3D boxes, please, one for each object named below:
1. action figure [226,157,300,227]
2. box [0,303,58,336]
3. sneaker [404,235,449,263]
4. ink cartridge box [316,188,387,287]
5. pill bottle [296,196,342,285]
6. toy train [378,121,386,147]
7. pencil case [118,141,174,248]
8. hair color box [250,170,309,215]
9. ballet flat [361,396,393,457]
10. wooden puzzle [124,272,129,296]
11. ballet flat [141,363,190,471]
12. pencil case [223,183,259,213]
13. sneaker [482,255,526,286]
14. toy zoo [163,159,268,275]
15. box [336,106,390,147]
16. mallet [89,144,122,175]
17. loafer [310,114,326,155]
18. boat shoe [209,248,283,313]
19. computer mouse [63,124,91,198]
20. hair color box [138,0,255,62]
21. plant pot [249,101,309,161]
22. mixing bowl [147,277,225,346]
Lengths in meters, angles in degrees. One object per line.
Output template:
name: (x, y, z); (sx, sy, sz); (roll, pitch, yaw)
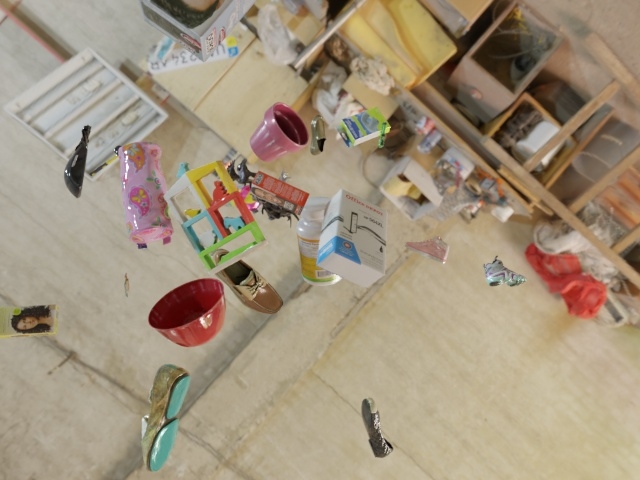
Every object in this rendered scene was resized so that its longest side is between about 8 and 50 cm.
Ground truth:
action figure: (-0.158, -0.158, 1.448); (0.275, 0.141, 0.164); (37, 152, -33)
box: (-0.880, 0.232, 1.309); (0.058, 0.232, 0.088); (139, 127, -63)
sneaker: (0.311, 0.013, 1.330); (0.134, 0.070, 0.051); (24, -173, 37)
ink cartridge box: (0.082, -0.008, 1.139); (0.148, 0.086, 0.203); (24, -130, -20)
pill bottle: (0.000, 0.000, 1.381); (0.136, 0.136, 0.246); (42, 143, 54)
toy train: (0.195, -0.332, 1.443); (0.017, 0.083, 0.023); (10, 179, -7)
pencil case: (-0.479, -0.128, 1.266); (0.124, 0.124, 0.284); (42, -149, -71)
hair color box: (-0.104, -0.119, 1.171); (0.141, 0.043, 0.072); (24, 161, -3)
ballet flat: (0.123, 0.407, 1.013); (0.057, 0.049, 0.173); (-130, 23, -61)
wooden puzzle: (-0.646, 0.152, 1.538); (0.006, 0.083, 0.049); (-1, -150, -13)
ballet flat: (-0.497, 0.542, 1.434); (0.123, 0.349, 0.123); (17, -170, -3)
pencil case: (-0.290, -0.160, 1.670); (0.104, 0.104, 0.236); (42, 165, -32)
sneaker: (0.398, 0.063, 1.001); (0.098, 0.038, 0.069); (4, -124, -21)
toy zoo: (-0.287, -0.075, 1.208); (0.293, 0.192, 0.030); (61, -159, -5)
box: (0.160, -0.430, 1.743); (0.109, 0.178, 0.042); (61, 164, 19)
mallet: (-0.819, -0.303, 1.800); (0.062, 0.189, 0.039); (19, -137, -62)
loafer: (-0.003, -0.388, 1.704); (0.050, 0.148, 0.056); (14, -164, 41)
boat shoe: (-0.268, 0.153, 1.660); (0.324, 0.123, 0.120); (40, 161, -14)
computer mouse: (-0.829, -0.250, 1.559); (0.060, 0.262, 0.184); (10, 156, -29)
hair color box: (-0.266, -0.666, 1.174); (0.185, 0.375, 0.113); (34, 166, -3)
plant pot: (-0.174, -0.410, 1.823); (0.201, 0.180, 0.201); (33, -140, -33)
mixing bowl: (-0.291, 0.180, 1.064); (0.181, 0.181, 0.098); (42, 155, 60)
